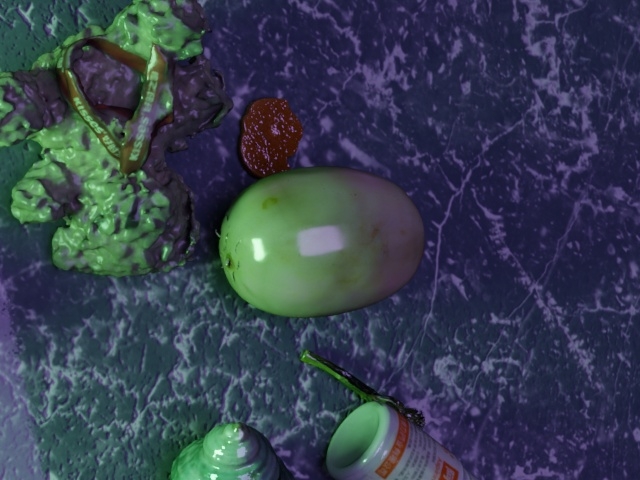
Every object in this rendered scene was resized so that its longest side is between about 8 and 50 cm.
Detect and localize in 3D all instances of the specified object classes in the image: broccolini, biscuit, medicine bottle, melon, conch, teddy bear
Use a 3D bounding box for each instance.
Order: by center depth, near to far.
[{"bbox_3d":[-0.267,-0.116,1.833,0.357,0.224,0.367,-29,103,-14],"label":"teddy bear"},{"bbox_3d":[-0.116,0.364,1.883,0.195,0.220,0.277,9,117,8],"label":"conch"},{"bbox_3d":[0.000,0.000,1.964,0.317,0.223,0.223,-7,89,-25],"label":"melon"},{"bbox_3d":[-0.078,-0.156,2.047,0.102,0.019,0.130,18,78,-27],"label":"biscuit"},{"bbox_3d":[0.140,0.365,2.059,0.252,0.144,0.144,39,68,-24],"label":"medicine bottle"},{"bbox_3d":[0.066,0.237,2.085,0.239,0.051,0.054,34,114,-22],"label":"broccolini"}]
